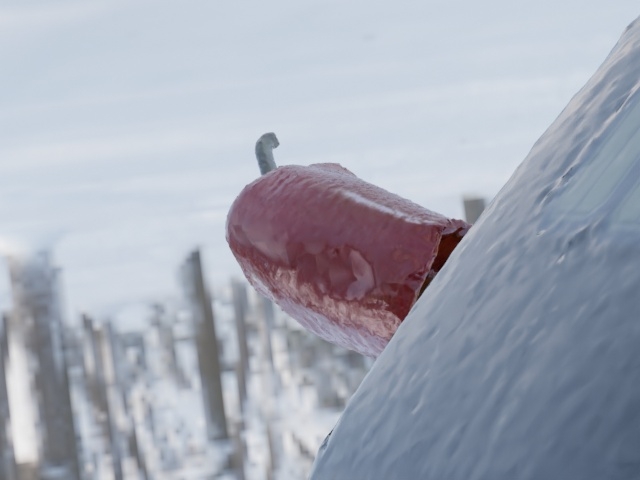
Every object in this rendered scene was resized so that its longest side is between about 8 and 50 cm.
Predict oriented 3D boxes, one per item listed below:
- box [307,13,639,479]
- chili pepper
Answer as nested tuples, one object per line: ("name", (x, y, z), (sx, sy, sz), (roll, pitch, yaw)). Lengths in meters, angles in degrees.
("box", (0.153, -0.004, 0.653), (0.091, 0.359, 0.350), (39, 170, -13))
("chili pepper", (-0.004, 0.001, 1.554), (0.134, 0.131, 0.338), (21, -176, -44))
